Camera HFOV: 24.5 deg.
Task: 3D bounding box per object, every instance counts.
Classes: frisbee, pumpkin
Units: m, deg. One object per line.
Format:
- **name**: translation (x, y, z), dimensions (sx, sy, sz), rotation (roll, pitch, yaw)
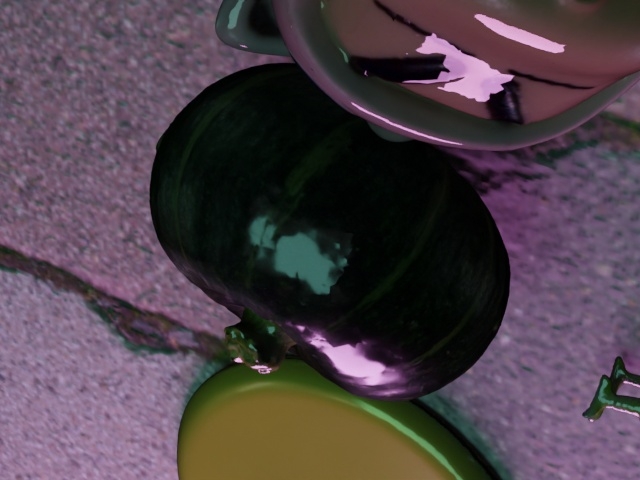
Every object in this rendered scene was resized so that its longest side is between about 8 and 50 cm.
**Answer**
- **frisbee**: translation (0.013, 0.167, 0.842), dimensions (0.236, 0.017, 0.236), rotation (18, 129, 24)
- **pumpkin**: translation (0.002, -0.003, 0.637), dimensions (0.125, 0.167, 0.167), rotation (-41, 94, 9)

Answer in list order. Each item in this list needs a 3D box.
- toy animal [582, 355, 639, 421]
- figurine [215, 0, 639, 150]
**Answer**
- **toy animal**: translation (0.157, 0.055, 0.652), dimensions (0.075, 0.041, 0.216), rotation (8, 120, 28)
- **figurine**: translation (0.076, -0.146, 0.481), dimensions (0.176, 0.186, 0.287), rotation (27, 119, -18)
